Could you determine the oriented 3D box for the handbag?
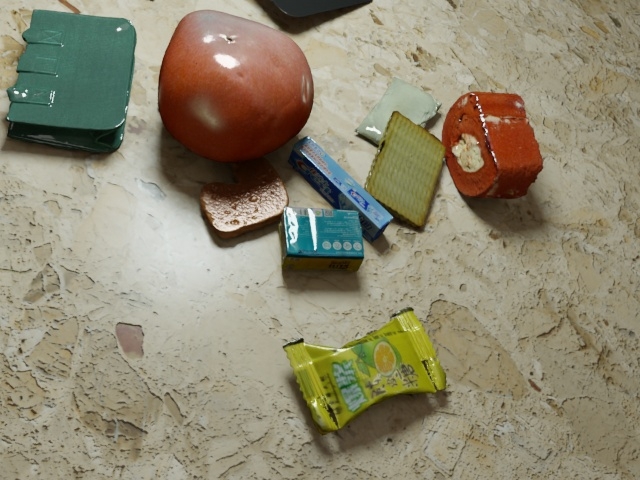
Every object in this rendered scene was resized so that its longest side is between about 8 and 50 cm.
[{"bbox_3d":[-0.527,-0.347,1.327,0.239,0.089,0.326,5,61,-14],"label":"handbag"}]

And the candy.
[{"bbox_3d":[0.094,0.238,1.175,0.297,0.081,0.187,-15,68,-24],"label":"candy"}]

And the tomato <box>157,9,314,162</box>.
[{"bbox_3d":[-0.176,-0.330,1.299,0.342,0.272,0.341,2,49,-2],"label":"tomato"}]

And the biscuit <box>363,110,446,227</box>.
[{"bbox_3d":[0.199,-0.168,1.444,0.172,0.029,0.254,31,62,-16],"label":"biscuit"}]

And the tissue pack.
[{"bbox_3d":[0.000,0.000,1.284,0.169,0.082,0.120,2,61,-16],"label":"tissue pack"}]

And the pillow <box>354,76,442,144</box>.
[{"bbox_3d":[0.200,-0.309,1.546,0.148,0.050,0.229,30,57,8],"label":"pillow"}]

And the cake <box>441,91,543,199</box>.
[{"bbox_3d":[0.404,-0.224,1.483,0.151,0.177,0.282,-5,68,-19],"label":"cake"}]

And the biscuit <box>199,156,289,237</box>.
[{"bbox_3d":[-0.170,-0.101,1.320,0.192,0.036,0.186,-22,66,-26],"label":"biscuit"}]

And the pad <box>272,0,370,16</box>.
[{"bbox_3d":[-0.021,-0.676,1.708,0.375,0.063,0.315,-30,71,-39],"label":"pad"}]

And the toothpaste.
[{"bbox_3d":[0.041,-0.115,1.373,0.272,0.066,0.053,46,59,12],"label":"toothpaste"}]
